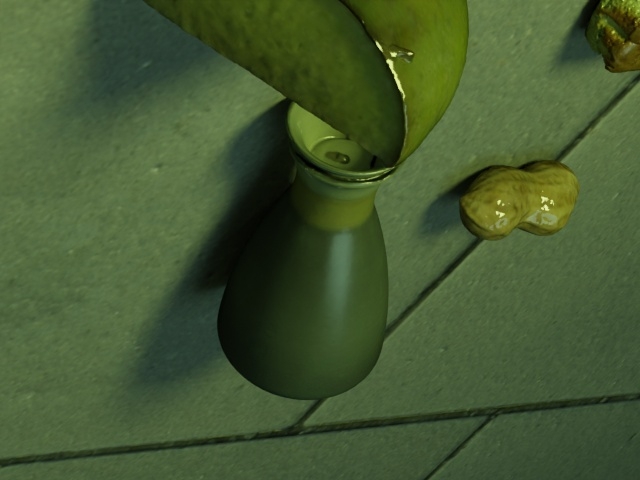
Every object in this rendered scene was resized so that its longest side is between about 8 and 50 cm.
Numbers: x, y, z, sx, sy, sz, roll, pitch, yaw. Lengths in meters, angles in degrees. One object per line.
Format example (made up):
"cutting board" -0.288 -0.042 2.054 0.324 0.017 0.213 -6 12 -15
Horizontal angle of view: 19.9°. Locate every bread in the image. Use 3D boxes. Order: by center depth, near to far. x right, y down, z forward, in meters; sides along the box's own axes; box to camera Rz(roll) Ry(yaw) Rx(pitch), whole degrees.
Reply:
"bread" 0.344 -0.238 1.857 0.140 0.069 0.128 -16 149 -36

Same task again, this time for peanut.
"peanut" 0.224 -0.042 2.041 0.192 0.089 0.089 -11 147 -42

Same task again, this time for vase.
"vase" 0.000 0.000 1.768 0.173 0.173 0.321 -21 147 -26

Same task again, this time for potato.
"potato" 0.020 -0.218 1.417 0.255 0.269 0.112 -48 173 -49
